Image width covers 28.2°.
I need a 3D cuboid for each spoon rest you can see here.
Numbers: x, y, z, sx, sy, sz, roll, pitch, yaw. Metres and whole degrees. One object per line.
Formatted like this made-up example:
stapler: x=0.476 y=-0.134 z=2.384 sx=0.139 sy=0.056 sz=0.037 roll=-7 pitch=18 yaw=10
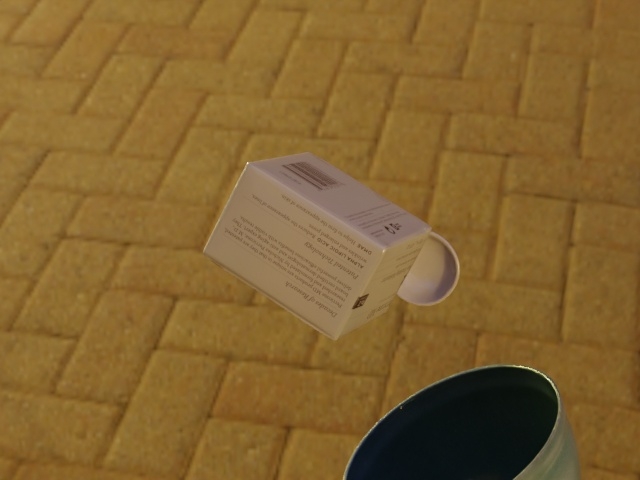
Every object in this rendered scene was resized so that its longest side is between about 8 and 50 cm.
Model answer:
spoon rest: x=0.127 y=0.004 z=2.255 sx=0.276 sy=0.137 sz=0.084 roll=41 pitch=23 yaw=15

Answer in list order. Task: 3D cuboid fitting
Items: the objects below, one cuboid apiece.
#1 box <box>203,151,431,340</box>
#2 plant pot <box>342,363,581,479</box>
box: x=0.000 y=0.000 z=1.402 sx=0.182 sy=0.119 sz=0.181 roll=33 pitch=18 yaw=14
plant pot: x=0.200 y=0.321 z=1.574 sx=0.293 sy=0.196 sz=0.293 roll=-26 pitch=21 yaw=11
